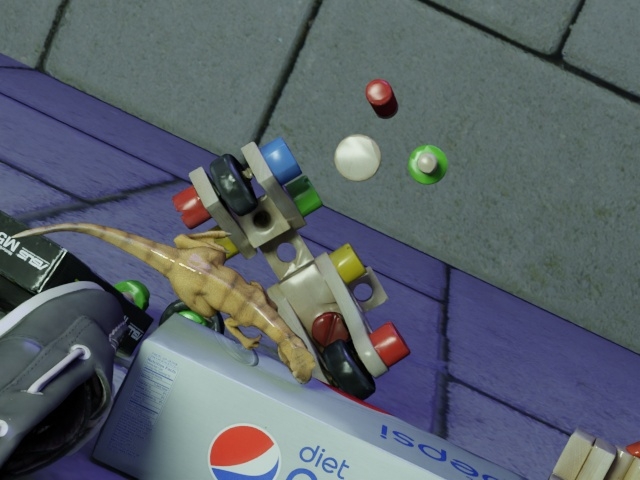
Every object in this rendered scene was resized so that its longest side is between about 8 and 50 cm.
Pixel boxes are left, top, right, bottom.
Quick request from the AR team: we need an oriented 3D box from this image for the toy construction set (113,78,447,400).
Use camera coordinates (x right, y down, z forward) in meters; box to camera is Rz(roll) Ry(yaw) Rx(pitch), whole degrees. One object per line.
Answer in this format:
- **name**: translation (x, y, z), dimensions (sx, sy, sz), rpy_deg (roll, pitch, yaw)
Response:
- **toy construction set**: translation (0.000, 0.000, 1.076), dimensions (0.257, 0.309, 0.237), rpy_deg (34, 5, 5)

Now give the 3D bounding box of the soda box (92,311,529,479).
- **soda box**: translation (0.000, 0.154, 0.760), dimensions (0.286, 0.091, 0.098), rpy_deg (25, 8, 2)

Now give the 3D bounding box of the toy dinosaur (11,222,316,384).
- **toy dinosaur**: translation (-0.088, 0.020, 0.752), dimensions (0.211, 0.064, 0.112), rpy_deg (29, 1, -5)

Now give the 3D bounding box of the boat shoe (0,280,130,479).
- **boat shoe**: translation (-0.171, 0.105, 0.585), dimensions (0.095, 0.112, 0.335), rpy_deg (39, 15, 7)

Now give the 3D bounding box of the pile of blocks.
- **pile of blocks**: translation (0.354, 0.253, 1.070), dimensions (0.362, 0.112, 0.149), rpy_deg (17, 11, -38)

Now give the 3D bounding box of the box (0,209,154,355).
- **box**: translation (-0.247, 0.011, 0.903), dimensions (0.190, 0.045, 0.184), rpy_deg (28, -14, 20)
